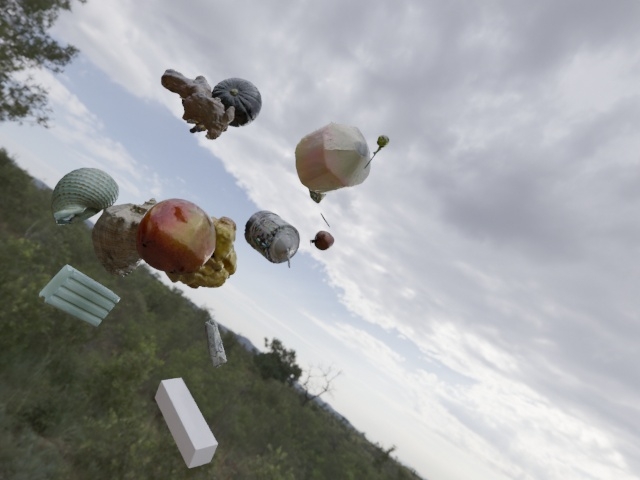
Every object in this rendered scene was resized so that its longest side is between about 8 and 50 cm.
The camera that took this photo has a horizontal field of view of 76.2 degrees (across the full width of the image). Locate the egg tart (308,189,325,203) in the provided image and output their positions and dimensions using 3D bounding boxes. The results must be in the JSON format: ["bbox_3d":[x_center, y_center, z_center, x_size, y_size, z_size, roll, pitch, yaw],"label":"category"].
[{"bbox_3d":[-0.017,-0.301,2.338,0.197,0.078,0.197,169,-90,-75],"label":"egg tart"}]

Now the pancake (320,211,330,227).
[{"bbox_3d":[0.029,-0.121,2.434,0.115,0.011,0.115,56,3,-5],"label":"pancake"}]

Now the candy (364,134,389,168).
[{"bbox_3d":[0.167,-0.269,1.246,0.035,0.035,0.123,51,-55,25],"label":"candy"}]

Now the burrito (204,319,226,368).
[{"bbox_3d":[-0.440,0.426,1.700,0.064,0.064,0.203,76,-7,-61],"label":"burrito"}]

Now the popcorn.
[{"bbox_3d":[-0.412,0.050,1.439,0.332,0.225,0.265,-30,-68,23],"label":"popcorn"}]

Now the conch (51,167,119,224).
[{"bbox_3d":[-0.683,-0.133,1.161,0.172,0.200,0.131,-18,-81,37],"label":"conch"}]

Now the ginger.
[{"bbox_3d":[-0.339,-0.384,1.123,0.290,0.122,0.084,48,11,26],"label":"ginger"}]

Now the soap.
[{"bbox_3d":[-1.003,0.237,1.716,0.087,0.160,0.265,24,-20,33],"label":"soap"}]

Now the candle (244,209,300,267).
[{"bbox_3d":[-0.184,0.002,1.718,0.330,0.187,0.187,34,-15,47],"label":"candle"}]

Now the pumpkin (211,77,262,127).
[{"bbox_3d":[-0.408,-0.655,1.998,0.248,0.248,0.248,33,-19,13],"label":"pumpkin"}]

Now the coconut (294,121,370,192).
[{"bbox_3d":[0.071,-0.361,1.779,0.309,0.297,0.297,-8,-46,42],"label":"coconut"}]

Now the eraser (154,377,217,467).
[{"bbox_3d":[-0.435,0.571,1.306,0.076,0.078,0.298,9,20,-45],"label":"eraser"}]

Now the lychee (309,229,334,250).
[{"bbox_3d":[0.005,-0.003,2.044,0.140,0.101,0.114,24,-1,-27],"label":"lychee"}]

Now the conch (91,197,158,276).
[{"bbox_3d":[-0.799,-0.032,1.696,0.297,0.352,0.210,24,-21,-8],"label":"conch"}]

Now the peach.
[{"bbox_3d":[-0.423,-0.012,1.210,0.231,0.231,0.231,33,-19,13],"label":"peach"}]

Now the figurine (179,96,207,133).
[{"bbox_3d":[-0.753,-0.793,2.496,0.192,0.167,0.257,36,-40,57],"label":"figurine"}]
